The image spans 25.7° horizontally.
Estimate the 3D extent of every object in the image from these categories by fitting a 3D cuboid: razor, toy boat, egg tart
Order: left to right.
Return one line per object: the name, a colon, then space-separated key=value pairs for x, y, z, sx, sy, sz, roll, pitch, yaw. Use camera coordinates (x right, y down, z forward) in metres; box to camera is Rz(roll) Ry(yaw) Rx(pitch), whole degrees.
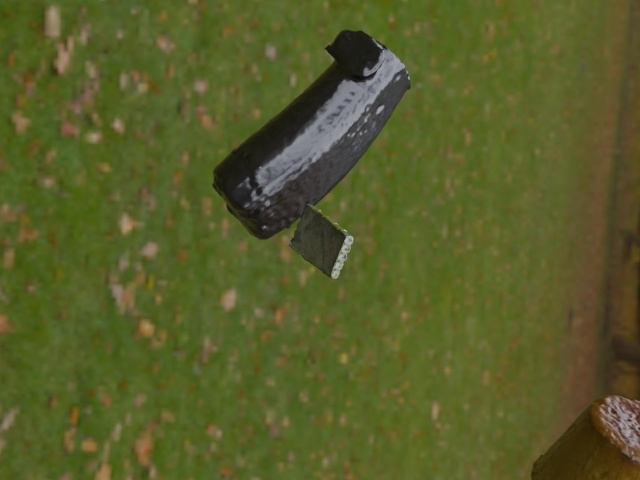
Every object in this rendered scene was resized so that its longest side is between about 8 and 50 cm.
razor: x=-0.009 y=-0.149 z=2.030 sx=0.327 sy=0.107 sz=0.189 roll=-46 pitch=154 yaw=-5
toy boat: x=0.000 y=0.000 z=1.762 sx=0.016 sy=0.115 sz=0.063 roll=14 pitch=105 yaw=-35
egg tart: x=0.412 y=0.325 z=1.938 sx=0.215 sy=0.215 sz=0.171 roll=-61 pitch=175 yaw=-60
